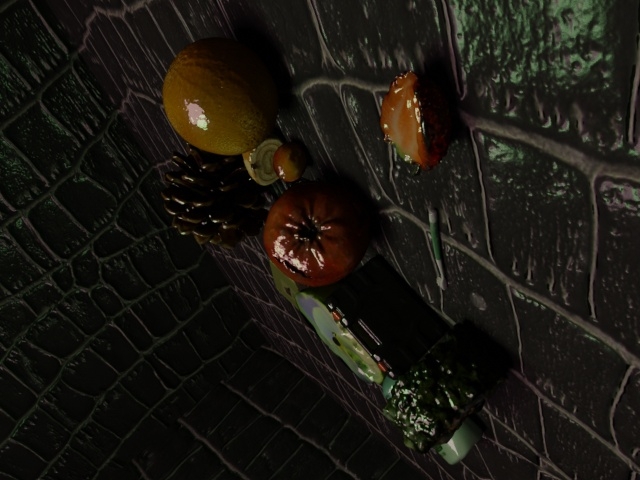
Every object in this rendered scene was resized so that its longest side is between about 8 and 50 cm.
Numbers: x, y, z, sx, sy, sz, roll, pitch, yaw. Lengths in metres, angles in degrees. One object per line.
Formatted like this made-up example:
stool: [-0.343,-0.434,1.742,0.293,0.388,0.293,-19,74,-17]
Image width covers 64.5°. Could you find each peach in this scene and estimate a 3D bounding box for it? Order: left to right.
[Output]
peach: [-0.084,-0.207,1.347,0.100,0.100,0.101,43,159,21]

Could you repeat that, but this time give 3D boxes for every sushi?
sushi: [0.305,0.392,1.290,0.178,0.294,0.352,45,162,27]

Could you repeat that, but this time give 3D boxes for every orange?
orange: [-0.230,-0.334,1.197,0.274,0.274,0.274,43,159,21]

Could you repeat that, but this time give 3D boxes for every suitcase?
suitcase: [0.173,0.206,1.366,0.286,0.206,0.066,48,165,10]

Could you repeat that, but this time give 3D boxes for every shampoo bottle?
shampoo bottle: [0.355,0.560,1.686,0.349,0.151,0.222,43,161,21]

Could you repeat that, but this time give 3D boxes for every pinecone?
pinecone: [-0.322,-0.190,1.607,0.384,0.384,0.385,43,159,21]

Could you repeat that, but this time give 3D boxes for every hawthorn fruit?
hawthorn fruit: [0.000,0.000,1.331,0.276,0.276,0.307,43,173,20]

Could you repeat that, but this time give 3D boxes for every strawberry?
strawberry: [0.165,-0.198,0.845,0.140,0.085,0.192,30,147,61]

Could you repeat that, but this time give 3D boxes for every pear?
pear: [0.110,0.272,1.677,0.399,0.165,0.399,43,159,21]

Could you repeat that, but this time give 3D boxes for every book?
book: [-0.096,0.249,2.277,0.352,0.035,0.239,39,156,30]

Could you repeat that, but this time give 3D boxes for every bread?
bread: [-0.149,-0.231,1.416,0.073,0.122,0.149,48,160,43]

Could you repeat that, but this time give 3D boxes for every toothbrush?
toothbrush: [0.262,0.026,1.133,0.024,0.018,0.257,41,160,42]

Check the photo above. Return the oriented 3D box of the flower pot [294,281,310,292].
flower pot: [-0.043,0.158,1.929,0.178,0.084,0.251,27,149,48]

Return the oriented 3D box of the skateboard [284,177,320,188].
skateboard: [-0.044,-0.142,1.451,0.151,0.067,0.080,33,164,53]
